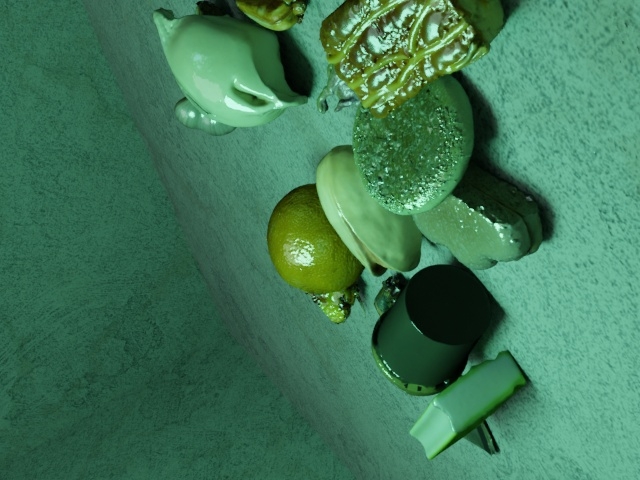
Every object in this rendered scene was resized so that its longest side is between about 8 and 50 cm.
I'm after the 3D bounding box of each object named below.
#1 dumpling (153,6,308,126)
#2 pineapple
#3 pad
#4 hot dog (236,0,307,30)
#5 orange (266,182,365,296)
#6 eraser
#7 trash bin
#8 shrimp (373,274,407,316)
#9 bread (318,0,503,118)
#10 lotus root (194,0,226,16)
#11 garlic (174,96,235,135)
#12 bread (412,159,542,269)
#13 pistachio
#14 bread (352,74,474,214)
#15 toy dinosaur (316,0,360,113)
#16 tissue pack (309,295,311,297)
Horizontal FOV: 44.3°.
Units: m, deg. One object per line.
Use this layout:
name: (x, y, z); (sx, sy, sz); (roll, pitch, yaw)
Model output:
dumpling: (-0.196, -0.385, 1.765); (0.395, 0.233, 0.315); (31, -171, 10)
pineapple: (0.029, 0.068, 2.116); (0.161, 0.158, 0.335); (-42, 83, 33)
pad: (0.351, 0.416, 1.961); (0.233, 0.022, 0.174); (65, 162, -14)
hot dog: (-0.093, -0.477, 1.581); (0.076, 0.102, 0.249); (20, -170, -36)
orange: (0.000, 0.000, 1.831); (0.264, 0.264, 0.264); (50, 160, 25)
eraser: (0.309, 0.352, 1.666); (0.092, 0.210, 0.274); (53, 159, 20)
trash bin: (0.221, 0.202, 1.649); (0.214, 0.214, 0.334); (52, 158, 19)
shrimp: (0.209, 0.200, 1.923); (0.222, 0.054, 0.290); (52, 164, 24)
bread: (0.122, -0.305, 1.135); (0.185, 0.114, 0.274); (53, 150, -9)
lotus root: (-0.260, -0.534, 1.957); (0.143, 0.070, 0.144); (59, 167, 20)
garlic: (-0.300, -0.411, 2.109); (0.207, 0.207, 0.257); (91, 154, -59)
bread: (0.241, -0.054, 1.361); (0.337, 0.102, 0.183); (41, 157, 40)
pistachio: (0.099, -0.061, 1.587); (0.299, 0.187, 0.187); (62, 162, -16)
bread: (0.141, -0.172, 1.303); (0.267, 0.040, 0.267); (1, 91, 49)
toy dinosaur: (0.054, -0.328, 1.495); (0.199, 0.072, 0.252); (-4, 104, 59)
tissue pack: (-0.054, 0.053, 2.327); (0.196, 0.092, 0.148); (51, 161, 24)
